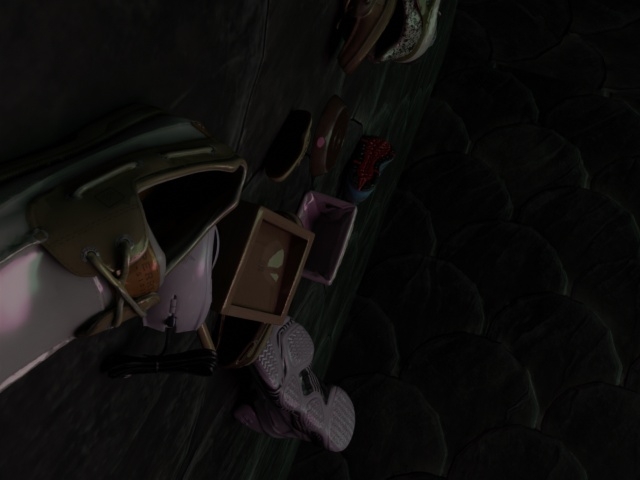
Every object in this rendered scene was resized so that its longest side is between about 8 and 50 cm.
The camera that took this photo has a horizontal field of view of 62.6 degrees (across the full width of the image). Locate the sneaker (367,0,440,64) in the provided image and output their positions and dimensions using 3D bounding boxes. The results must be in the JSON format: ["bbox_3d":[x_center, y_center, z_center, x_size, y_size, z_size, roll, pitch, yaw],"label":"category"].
[{"bbox_3d":[0.173,-0.521,1.012,0.182,0.157,0.411,-47,152,-45],"label":"sneaker"}]

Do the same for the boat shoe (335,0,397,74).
[{"bbox_3d":[0.083,-0.421,0.902,0.286,0.089,0.104,-67,-166,-9],"label":"boat shoe"}]

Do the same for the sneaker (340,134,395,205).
[{"bbox_3d":[0.117,-0.190,1.444,0.262,0.104,0.125,-56,179,-42],"label":"sneaker"}]

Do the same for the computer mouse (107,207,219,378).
[{"bbox_3d":[-0.140,0.060,0.490,0.042,0.105,0.193,-105,-155,-58],"label":"computer mouse"}]

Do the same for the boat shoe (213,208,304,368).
[{"bbox_3d":[-0.094,0.078,0.789,0.095,0.095,0.258,-7,115,-71],"label":"boat shoe"}]

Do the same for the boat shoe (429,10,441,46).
[{"bbox_3d":[0.246,-0.563,1.355,0.306,0.113,0.105,-44,166,-49],"label":"boat shoe"}]

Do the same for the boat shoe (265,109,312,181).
[{"bbox_3d":[-0.043,-0.136,0.795,0.045,0.050,0.136,80,30,-57],"label":"boat shoe"}]

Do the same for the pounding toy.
[{"bbox_3d":[-0.121,0.040,0.613,0.206,0.094,0.181,27,82,-57],"label":"pounding toy"}]

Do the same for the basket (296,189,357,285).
[{"bbox_3d":[0.000,0.000,1.067,0.103,0.113,0.168,59,50,-78],"label":"basket"}]

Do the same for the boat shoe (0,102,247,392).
[{"bbox_3d":[-0.151,0.002,0.345,0.113,0.103,0.302,97,16,-45],"label":"boat shoe"}]

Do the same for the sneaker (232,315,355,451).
[{"bbox_3d":[-0.096,0.273,1.006,0.366,0.210,0.137,57,41,-30],"label":"sneaker"}]

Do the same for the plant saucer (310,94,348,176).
[{"bbox_3d":[0.022,-0.205,1.061,0.168,0.029,0.169,19,90,-80],"label":"plant saucer"}]
